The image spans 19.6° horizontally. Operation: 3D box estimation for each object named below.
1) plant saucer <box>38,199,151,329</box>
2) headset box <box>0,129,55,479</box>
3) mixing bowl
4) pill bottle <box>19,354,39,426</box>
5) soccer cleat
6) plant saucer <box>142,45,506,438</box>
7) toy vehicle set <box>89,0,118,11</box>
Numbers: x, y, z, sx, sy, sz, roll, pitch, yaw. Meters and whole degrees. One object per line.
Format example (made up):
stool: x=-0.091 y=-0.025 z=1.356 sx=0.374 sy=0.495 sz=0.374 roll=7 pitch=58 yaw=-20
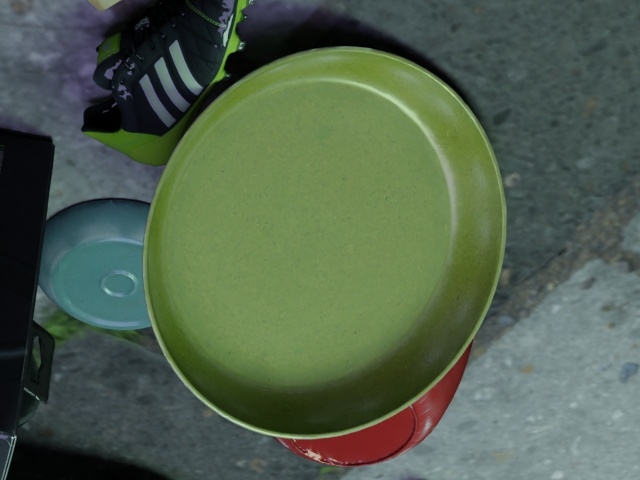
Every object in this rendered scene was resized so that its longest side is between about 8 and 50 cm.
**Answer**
plant saucer: x=-0.133 y=0.023 z=1.227 sx=0.119 sy=0.021 sz=0.119 roll=0 pitch=135 yaw=0
headset box: x=-0.294 y=0.041 z=1.087 sx=0.283 sy=0.246 sz=0.131 roll=10 pitch=133 yaw=-12
mixing bowl: x=0.020 y=0.086 z=1.239 sx=0.181 sy=0.098 sz=0.181 roll=-1 pitch=134 yaw=-1
pill bottle: x=-0.296 y=0.133 z=1.264 sx=0.219 sy=0.122 sz=0.123 roll=-35 pitch=126 yaw=29
soccer cleat: x=-0.089 y=-0.110 z=1.071 sx=0.072 sy=0.060 sz=0.179 roll=16 pitch=135 yaw=-15
plant saucer: x=0.000 y=0.000 z=1.121 sx=0.241 sy=0.037 sz=0.241 roll=-7 pitch=106 yaw=-24
toy vehicle set: x=-0.138 y=-0.249 z=0.947 sx=0.166 sy=0.035 sz=0.267 roll=-29 pitch=128 yaw=25
